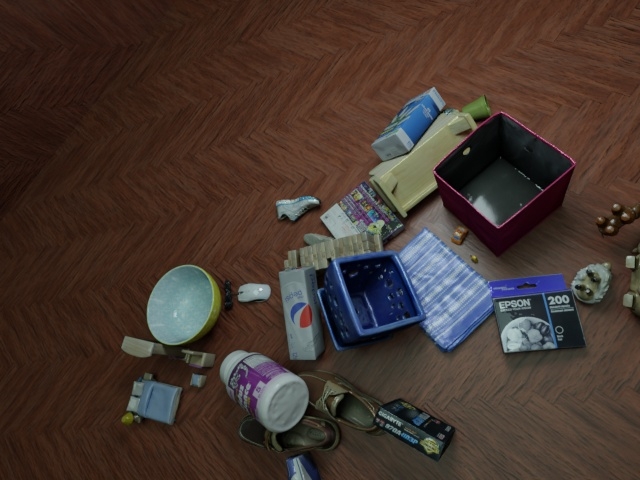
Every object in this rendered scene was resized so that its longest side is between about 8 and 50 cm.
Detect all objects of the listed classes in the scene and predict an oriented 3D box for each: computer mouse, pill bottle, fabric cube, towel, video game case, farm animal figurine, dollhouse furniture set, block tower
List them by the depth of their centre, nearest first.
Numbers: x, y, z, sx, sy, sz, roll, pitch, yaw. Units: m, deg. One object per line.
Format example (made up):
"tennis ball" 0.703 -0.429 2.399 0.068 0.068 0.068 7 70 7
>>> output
"farm animal figurine" 0.853 0.056 1.022 0.330 0.172 0.326 27 102 42
"fabric cube" 0.515 -0.154 1.190 0.254 0.258 0.259 -42 61 5
"towel" 0.354 0.144 1.275 0.243 0.040 0.336 -44 61 2
"pill bottle" -0.189 0.451 1.289 0.302 0.169 0.169 11 75 48
"block tower" 0.039 0.054 1.375 0.336 0.097 0.090 -15 73 27
"video game case" 0.141 -0.062 1.438 0.210 0.042 0.232 -40 61 7
"dollhouse furniture set" -0.572 0.516 1.444 0.286 0.198 0.303 5 74 25
"computer mouse" -0.275 0.190 1.524 0.193 0.042 0.106 -8 67 21

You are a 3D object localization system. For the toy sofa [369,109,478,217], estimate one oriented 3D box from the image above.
"toy sofa" 0.347 -0.254 1.362 0.362 0.150 0.177 -39 19 6

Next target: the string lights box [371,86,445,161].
"string lights box" 0.297 -0.390 1.394 0.259 0.077 0.133 -52 20 -24

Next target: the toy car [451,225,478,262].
"toy car" 0.457 0.005 1.280 0.060 0.040 0.122 -42 61 4

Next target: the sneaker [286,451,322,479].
"sneaker" -0.069 0.791 1.169 0.182 0.127 0.315 -27 65 10

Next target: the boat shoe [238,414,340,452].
"boat shoe" -0.117 0.586 1.266 0.342 0.123 0.123 -2 71 22

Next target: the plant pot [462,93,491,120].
"plant pot" 0.525 -0.440 1.398 0.079 0.083 0.083 -14 66 31

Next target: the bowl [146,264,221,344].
"bowl" -0.470 0.247 1.521 0.290 0.156 0.289 -8 68 20

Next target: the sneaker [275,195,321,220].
"sneaker" -0.081 -0.114 1.545 0.191 0.071 0.082 -8 74 29

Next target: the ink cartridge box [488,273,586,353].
"ink cartridge box" 0.587 0.196 1.135 0.206 0.045 0.208 -9 69 11

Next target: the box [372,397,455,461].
"box" 0.251 0.489 1.089 0.175 0.220 0.051 21 86 28

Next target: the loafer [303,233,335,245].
"loafer" 0.000 0.000 1.484 0.125 0.039 0.045 12 110 29

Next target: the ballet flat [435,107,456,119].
"ballet flat" 0.391 -0.399 1.452 0.188 0.070 0.070 -29 63 9

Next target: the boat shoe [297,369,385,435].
"boat shoe" 0.051 0.475 1.238 0.324 0.116 0.123 14 77 27

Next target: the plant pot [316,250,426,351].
"plant pot" 0.131 0.189 1.228 0.236 0.212 0.236 -6 60 -28

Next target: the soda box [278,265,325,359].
"soda box" -0.057 0.230 1.326 0.091 0.098 0.286 -6 93 21
